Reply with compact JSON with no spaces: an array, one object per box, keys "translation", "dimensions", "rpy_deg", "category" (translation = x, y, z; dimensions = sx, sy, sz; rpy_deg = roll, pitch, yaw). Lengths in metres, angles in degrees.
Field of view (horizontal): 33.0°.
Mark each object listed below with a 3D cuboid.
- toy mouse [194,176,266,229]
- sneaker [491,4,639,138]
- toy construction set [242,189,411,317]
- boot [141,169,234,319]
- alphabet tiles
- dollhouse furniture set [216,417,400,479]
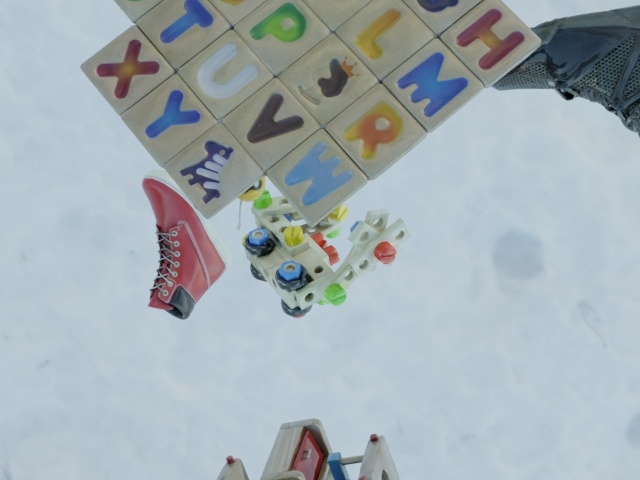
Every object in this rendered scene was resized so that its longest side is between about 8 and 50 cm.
[{"translation":[-0.113,-0.083,1.296],"dimensions":[0.031,0.143,0.161],"rpy_deg":[32,69,-44],"category":"toy mouse"},{"translation":[0.260,-0.141,0.991],"dimensions":[0.227,0.087,0.130],"rpy_deg":[-5,83,20],"category":"sneaker"},{"translation":[0.000,0.000,1.678],"dimensions":[0.215,0.327,0.151],"rpy_deg":[-26,118,-18],"category":"toy construction set"},{"translation":[-0.258,0.015,1.832],"dimensions":[0.176,0.088,0.244],"rpy_deg":[-54,131,-30],"category":"boot"},{"translation":[-0.007,-0.183,0.855],"dimensions":[0.342,0.011,0.285],"rpy_deg":[-39,73,-6],"category":"alphabet tiles"},{"translation":[0.010,0.194,0.852],"dimensions":[0.129,0.184,0.129],"rpy_deg":[-12,112,17],"category":"dollhouse furniture set"}]
